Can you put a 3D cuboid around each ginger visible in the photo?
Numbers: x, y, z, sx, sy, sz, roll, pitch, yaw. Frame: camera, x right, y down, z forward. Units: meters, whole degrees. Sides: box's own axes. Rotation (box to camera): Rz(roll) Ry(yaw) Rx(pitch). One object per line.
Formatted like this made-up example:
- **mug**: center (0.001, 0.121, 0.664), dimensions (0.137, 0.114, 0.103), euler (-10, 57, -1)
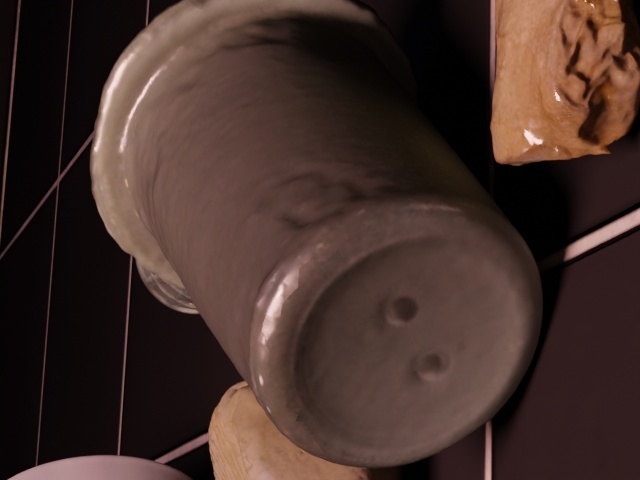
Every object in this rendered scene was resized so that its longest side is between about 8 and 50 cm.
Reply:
- **ginger**: center (0.137, -0.146, 1.003), dimensions (0.137, 0.074, 0.213), euler (20, 106, 62)

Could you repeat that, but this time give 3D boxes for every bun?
- **bun**: center (0.000, 0.167, 1.226), dimensions (0.166, 0.113, 0.173), euler (141, 111, -71)

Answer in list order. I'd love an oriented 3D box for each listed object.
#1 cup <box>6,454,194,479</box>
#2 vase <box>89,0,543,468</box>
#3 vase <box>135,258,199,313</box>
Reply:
- **cup**: center (-0.188, 0.372, 1.553), dimensions (0.212, 0.212, 0.317), euler (117, 153, -45)
- **vase**: center (0.000, 0.000, 1.144), dimensions (0.291, 0.245, 0.245), euler (-123, 43, -54)
- **vase**: center (-0.070, -0.003, 1.486), dimensions (0.299, 0.143, 0.143), euler (163, 113, -74)
